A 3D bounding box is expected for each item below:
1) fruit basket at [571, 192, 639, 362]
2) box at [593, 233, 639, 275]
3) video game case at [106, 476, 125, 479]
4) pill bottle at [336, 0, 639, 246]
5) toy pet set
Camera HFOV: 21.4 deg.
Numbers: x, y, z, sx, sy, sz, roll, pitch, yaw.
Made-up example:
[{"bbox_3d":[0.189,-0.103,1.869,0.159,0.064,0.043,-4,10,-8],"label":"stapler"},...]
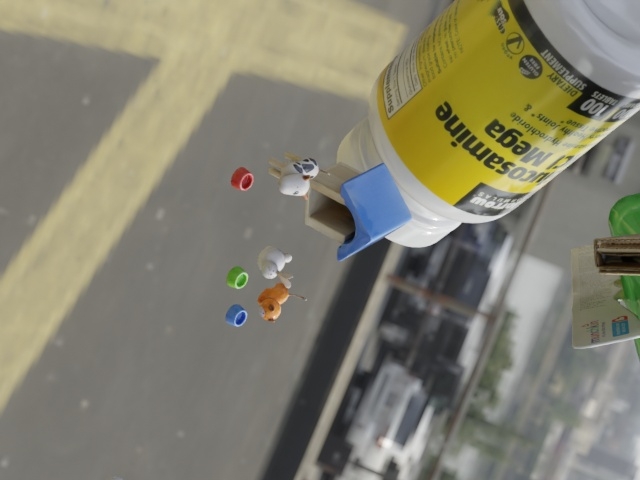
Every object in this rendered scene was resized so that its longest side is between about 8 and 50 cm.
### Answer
[{"bbox_3d":[0.361,0.017,1.351,0.353,0.327,0.165,-31,108,-80],"label":"fruit basket"},{"bbox_3d":[0.264,0.003,0.927,0.201,0.164,0.021,-5,94,-59],"label":"box"},{"bbox_3d":[-0.087,0.215,0.768,0.212,0.193,0.023,-44,-146,18],"label":"video game case"},{"bbox_3d":[0.166,-0.135,1.594,0.334,0.188,0.188,-42,-171,41],"label":"pill bottle"},{"bbox_3d":[0.000,0.000,1.139,0.114,0.065,0.122,-27,133,-39],"label":"toy pet set"}]
